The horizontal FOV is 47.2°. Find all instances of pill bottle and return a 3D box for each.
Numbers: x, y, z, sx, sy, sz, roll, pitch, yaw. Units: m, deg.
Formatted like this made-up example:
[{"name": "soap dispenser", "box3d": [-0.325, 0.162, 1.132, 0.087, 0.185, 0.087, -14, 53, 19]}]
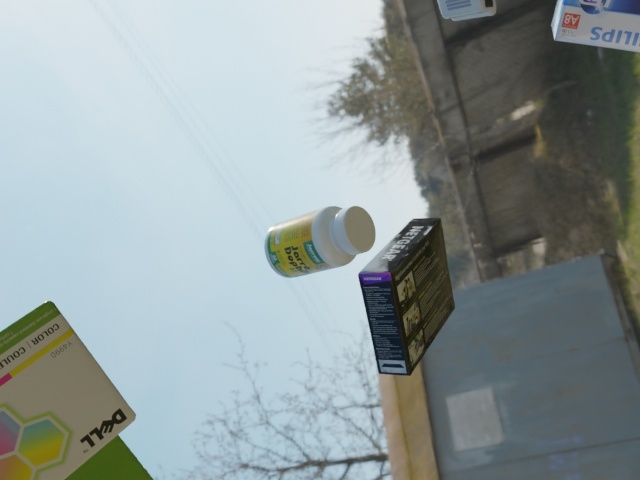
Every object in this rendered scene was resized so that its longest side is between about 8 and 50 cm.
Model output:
[{"name": "pill bottle", "box3d": [0.000, 0.000, 1.387, 0.117, 0.208, 0.118, 15, -112, -42]}]

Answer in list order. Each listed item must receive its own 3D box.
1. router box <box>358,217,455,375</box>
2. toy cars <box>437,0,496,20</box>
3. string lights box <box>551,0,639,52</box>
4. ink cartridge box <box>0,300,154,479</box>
[{"name": "router box", "box3d": [0.112, 0.064, 0.904, 0.179, 0.046, 0.133, -39, -57, -55]}, {"name": "toy cars", "box3d": [0.213, -0.473, 0.956, 0.176, 0.087, 0.394, 52, 142, 27]}, {"name": "string lights box", "box3d": [0.357, -0.351, 0.818, 0.077, 0.133, 0.260, -66, -16, -59]}, {"name": "ink cartridge box", "box3d": [-0.242, 0.211, 0.628, 0.189, 0.097, 0.255, -39, -81, -33]}]
